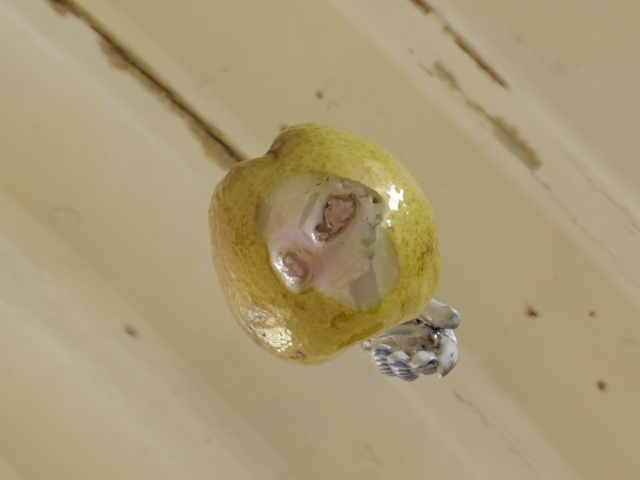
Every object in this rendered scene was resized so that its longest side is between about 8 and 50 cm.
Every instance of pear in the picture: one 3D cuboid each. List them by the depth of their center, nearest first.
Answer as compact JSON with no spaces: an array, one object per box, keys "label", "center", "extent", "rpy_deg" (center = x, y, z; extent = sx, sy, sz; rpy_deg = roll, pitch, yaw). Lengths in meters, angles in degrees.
[{"label":"pear","center":[0.000,0.000,0.979],"extent":[0.178,0.178,0.178],"rpy_deg":[-36,-147,28]}]

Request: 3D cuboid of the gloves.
[{"label":"gloves","center":[0.094,0.101,1.537],"extent":[0.119,0.097,0.229],"rpy_deg":[-64,-155,11]}]
